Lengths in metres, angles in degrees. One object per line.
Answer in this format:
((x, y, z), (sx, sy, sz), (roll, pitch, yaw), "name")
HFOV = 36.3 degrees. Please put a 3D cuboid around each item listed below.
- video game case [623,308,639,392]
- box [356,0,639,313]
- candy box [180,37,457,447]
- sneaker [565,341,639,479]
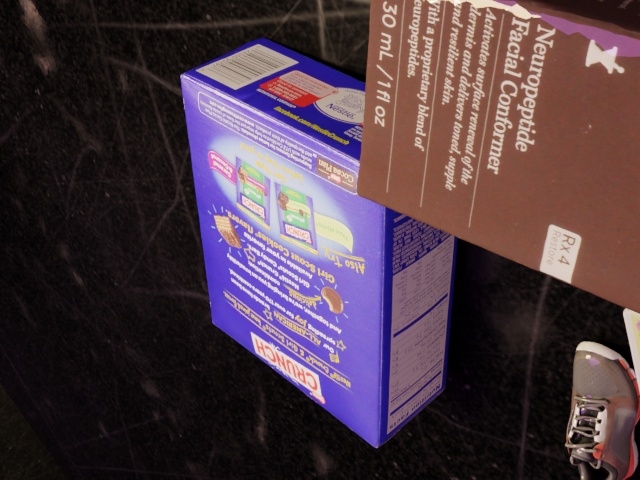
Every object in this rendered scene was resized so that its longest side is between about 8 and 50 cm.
((0.340, 0.159, 0.767), (0.193, 0.023, 0.212), (15, 129, 54), "video game case")
((0.217, -0.065, 0.621), (0.381, 0.143, 0.191), (23, 132, 25), "box")
((0.000, 0.000, 0.958), (0.268, 0.122, 0.317), (31, 136, 36), "candy box")
((0.247, 0.165, 0.865), (0.061, 0.065, 0.158), (10, 125, 44), "sneaker")
